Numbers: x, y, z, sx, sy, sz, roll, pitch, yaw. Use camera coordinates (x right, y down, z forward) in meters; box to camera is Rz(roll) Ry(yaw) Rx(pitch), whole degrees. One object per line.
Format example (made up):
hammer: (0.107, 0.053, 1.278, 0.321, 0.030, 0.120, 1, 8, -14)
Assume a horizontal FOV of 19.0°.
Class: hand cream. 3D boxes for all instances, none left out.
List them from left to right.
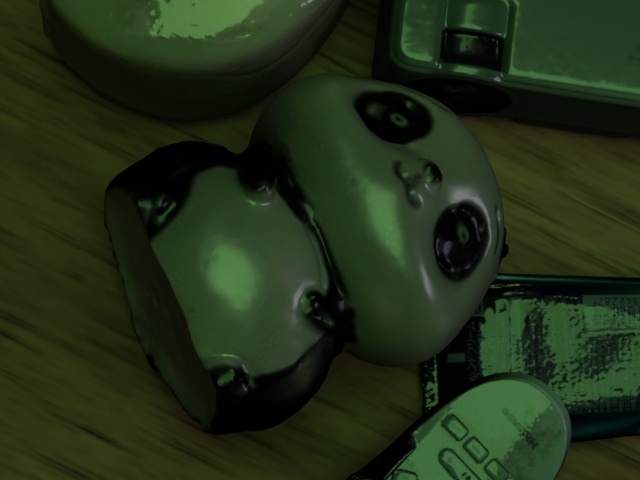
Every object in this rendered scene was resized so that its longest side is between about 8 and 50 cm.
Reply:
hand cream: (0.199, 0.075, 1.232, 0.270, 0.061, 0.120, -1, 81, -2)

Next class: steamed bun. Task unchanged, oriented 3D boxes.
steamed bun: (-0.056, -0.192, 1.203, 0.164, 0.146, 0.242, 29, 77, 3)

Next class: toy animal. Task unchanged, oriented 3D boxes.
toy animal: (-0.002, 0.000, 1.162, 0.235, 0.165, 0.187, -23, 85, -11)

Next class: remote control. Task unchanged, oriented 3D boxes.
remote control: (0.051, 0.181, 1.187, 0.256, 0.045, 0.097, -41, 90, -5)

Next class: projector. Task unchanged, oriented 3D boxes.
projector: (0.170, -0.168, 1.254, 0.256, 0.099, 0.192, 8, 77, -6)
